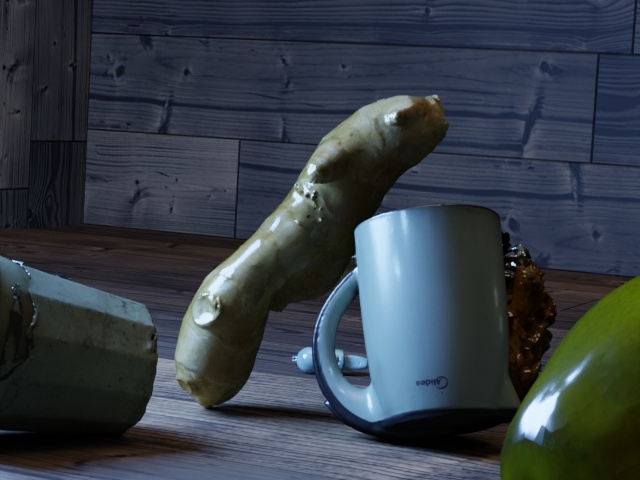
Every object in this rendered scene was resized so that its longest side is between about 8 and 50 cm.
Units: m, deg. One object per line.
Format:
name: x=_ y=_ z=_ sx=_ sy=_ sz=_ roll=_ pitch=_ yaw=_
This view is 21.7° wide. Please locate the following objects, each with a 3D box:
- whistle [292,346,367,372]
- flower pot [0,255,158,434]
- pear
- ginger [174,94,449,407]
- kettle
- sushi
whistle: x=0.012 y=0.160 z=2.200 sx=0.100 sy=0.035 sz=0.035 roll=4 pitch=5 yaw=-5
flower pot: x=-0.284 y=0.108 z=1.706 sx=0.202 sy=0.212 sz=0.212 roll=9 pitch=1 yaw=-31
pear: x=0.271 y=0.146 z=1.091 sx=0.294 sy=0.294 sz=0.294 roll=3 pitch=5 yaw=0
ginger: x=-0.021 y=-0.004 z=1.900 sx=0.363 sy=0.348 sz=0.122 roll=-28 pitch=59 yaw=-35
kettle: x=0.098 y=0.098 z=1.804 sx=0.221 sy=0.236 sz=0.161 roll=-7 pitch=-14 yaw=8
sushi: x=0.179 y=0.089 z=2.045 sx=0.207 sy=0.234 sz=0.348 roll=4 pitch=10 yaw=13
